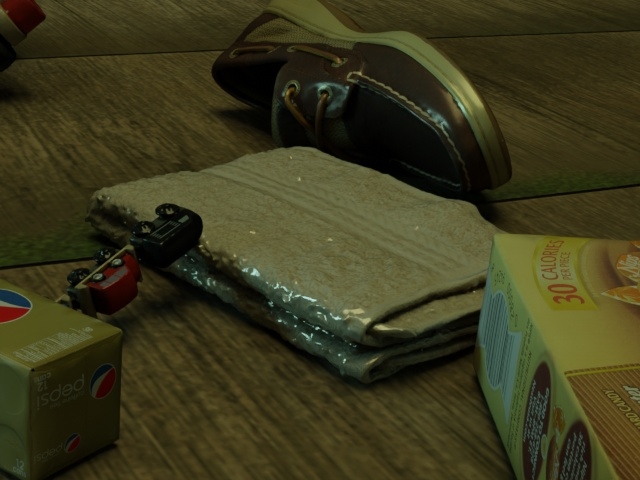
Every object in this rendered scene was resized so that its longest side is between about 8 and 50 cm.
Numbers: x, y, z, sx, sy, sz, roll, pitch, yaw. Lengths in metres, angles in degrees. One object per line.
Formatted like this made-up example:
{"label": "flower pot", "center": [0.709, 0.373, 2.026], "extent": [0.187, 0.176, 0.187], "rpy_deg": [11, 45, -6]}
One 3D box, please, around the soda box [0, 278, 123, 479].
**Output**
{"label": "soda box", "center": [-0.181, 0.052, 0.626], "extent": [0.181, 0.061, 0.058], "rpy_deg": [19, 25, 33]}

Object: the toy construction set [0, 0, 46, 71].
{"label": "toy construction set", "center": [-0.348, -0.300, 1.186], "extent": [0.258, 0.308, 0.237], "rpy_deg": [27, 8, -10]}

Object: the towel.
{"label": "towel", "center": [0.000, 0.000, 0.814], "extent": [0.187, 0.049, 0.282], "rpy_deg": [-15, 29, -42]}

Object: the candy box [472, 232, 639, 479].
{"label": "candy box", "center": [0.186, 0.095, 0.557], "extent": [0.183, 0.087, 0.316], "rpy_deg": [3, 22, -5]}

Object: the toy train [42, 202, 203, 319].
{"label": "toy train", "center": [-0.119, 0.026, 0.710], "extent": [0.036, 0.027, 0.158], "rpy_deg": [16, 39, 31]}

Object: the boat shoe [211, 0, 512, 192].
{"label": "boat shoe", "center": [0.017, -0.106, 1.030], "extent": [0.123, 0.123, 0.342], "rpy_deg": [-35, 41, -14]}
